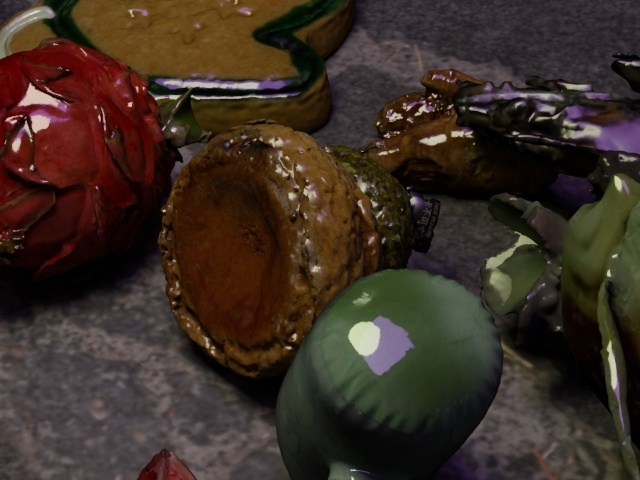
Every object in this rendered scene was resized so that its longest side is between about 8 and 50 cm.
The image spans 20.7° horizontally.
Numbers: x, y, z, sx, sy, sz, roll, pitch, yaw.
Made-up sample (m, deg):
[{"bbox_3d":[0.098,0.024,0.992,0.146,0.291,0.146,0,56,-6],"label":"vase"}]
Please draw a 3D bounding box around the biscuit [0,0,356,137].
[{"bbox_3d":[-0.107,-0.174,1.511,0.343,0.057,0.287,-30,48,-25],"label":"biscuit"}]

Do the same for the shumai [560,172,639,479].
[{"bbox_3d":[0.310,0.052,1.023,0.348,0.395,0.395,1,42,18],"label":"shumai"}]

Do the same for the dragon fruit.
[{"bbox_3d":[-0.198,-0.064,1.315,0.209,0.172,0.172,-32,49,-32],"label":"dragon fruit"}]

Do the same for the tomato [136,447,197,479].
[{"bbox_3d":[-0.102,0.224,1.010,0.099,0.173,0.189,33,83,-6],"label":"tomato"}]

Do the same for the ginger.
[{"bbox_3d":[0.111,-0.088,1.383,0.162,0.073,0.103,3,44,7],"label":"ginger"}]

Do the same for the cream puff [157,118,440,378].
[{"bbox_3d":[0.000,0.000,1.247,0.169,0.183,0.183,-9,36,-43],"label":"cream puff"}]

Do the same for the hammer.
[{"bbox_3d":[0.005,0.187,1.043,0.119,0.206,0.336,20,63,-1],"label":"hammer"}]

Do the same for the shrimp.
[{"bbox_3d":[0.280,-0.093,1.348,0.364,0.071,0.233,9,27,0],"label":"shrimp"}]

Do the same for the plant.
[{"bbox_3d":[0.216,0.018,1.215,0.203,0.131,0.142,6,44,-3],"label":"plant"}]
